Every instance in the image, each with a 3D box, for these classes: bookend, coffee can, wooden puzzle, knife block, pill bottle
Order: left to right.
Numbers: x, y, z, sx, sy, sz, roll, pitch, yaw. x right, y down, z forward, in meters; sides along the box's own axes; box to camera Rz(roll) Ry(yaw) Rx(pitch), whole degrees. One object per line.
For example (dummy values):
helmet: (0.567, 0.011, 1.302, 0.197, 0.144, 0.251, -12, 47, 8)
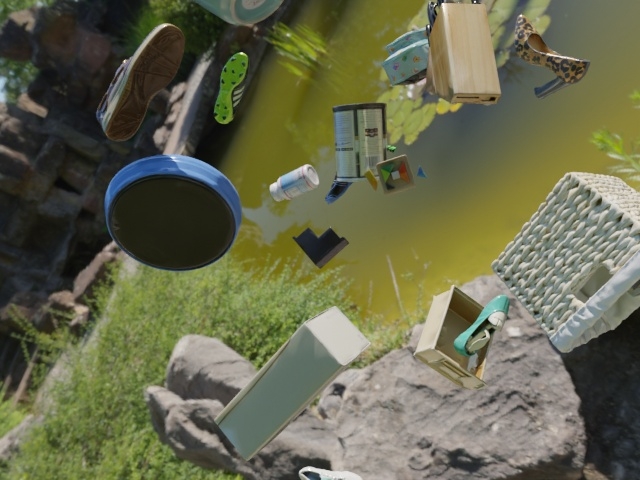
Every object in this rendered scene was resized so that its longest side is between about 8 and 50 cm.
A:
pill bottle: (-0.092, -0.194, 1.796, 0.160, 0.087, 0.087, -21, 45, 25)
bookend: (0.000, 0.000, 2.061, 0.156, 0.072, 0.157, -43, 66, 1)
coffee can: (0.151, -0.365, 1.944, 0.202, 0.202, 0.275, -161, 65, -63)
wooden puzzle: (0.155, -0.134, 1.083, 0.116, 0.078, 0.014, -24, 10, 15)
knife block: (0.270, -0.400, 0.997, 0.275, 0.088, 0.241, -98, 8, -66)

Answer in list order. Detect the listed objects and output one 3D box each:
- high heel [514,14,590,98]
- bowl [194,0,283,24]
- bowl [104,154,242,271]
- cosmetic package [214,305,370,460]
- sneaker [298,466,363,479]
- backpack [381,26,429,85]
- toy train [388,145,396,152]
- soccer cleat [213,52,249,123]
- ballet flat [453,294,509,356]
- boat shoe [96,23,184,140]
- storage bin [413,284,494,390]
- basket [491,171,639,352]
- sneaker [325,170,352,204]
high heel: (0.659, -0.556, 1.480, 0.186, 0.093, 0.261, -22, 86, 67)
bowl: (-0.197, -0.692, 1.362, 0.312, 0.163, 0.311, -34, -10, -7)
bowl: (-0.424, -0.064, 1.511, 0.391, 0.391, 0.077, -48, 31, 28)
cosmetic package: (-0.057, 0.288, 1.059, 0.309, 0.113, 0.160, -50, -15, 19)
sneaker: (0.031, 0.775, 1.673, 0.212, 0.094, 0.080, 3, 62, 13)
backpack: (0.272, -0.534, 1.528, 0.166, 0.144, 0.188, -14, 22, 43)
toy train: (0.258, -0.356, 1.996, 0.024, 0.017, 0.083, -37, 41, -24)
soccer cleat: (-0.215, -0.374, 1.278, 0.178, 0.060, 0.072, -65, -5, 22)
ballet flat: (0.542, 0.287, 1.692, 0.247, 0.083, 0.087, -47, 24, 5)
boat shoe: (-0.487, -0.430, 1.367, 0.123, 0.123, 0.342, 46, 111, 26)
storage bin: (0.490, 0.345, 1.812, 0.123, 0.260, 0.262, -40, 19, 55)
basket: (0.641, 0.040, 1.222, 0.266, 0.332, 0.328, 51, 127, 31)
sneaker: (0.088, -0.258, 2.165, 0.232, 0.090, 0.081, -46, 13, 6)
